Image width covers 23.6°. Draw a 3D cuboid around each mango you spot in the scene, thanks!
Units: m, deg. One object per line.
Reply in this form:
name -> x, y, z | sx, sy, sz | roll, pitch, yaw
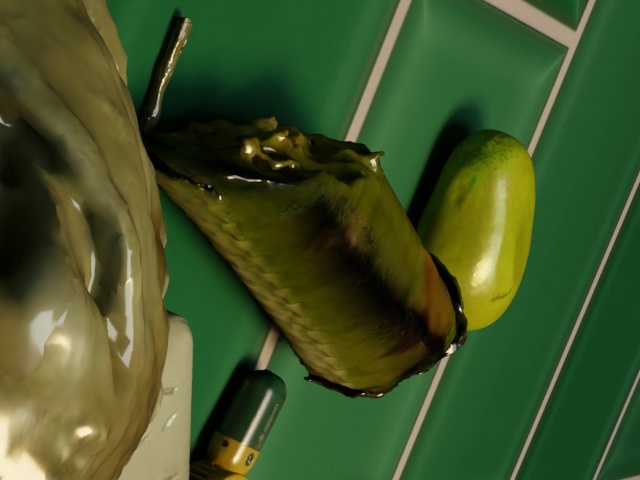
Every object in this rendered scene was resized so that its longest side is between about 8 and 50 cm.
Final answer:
mango -> 0.127, -0.006, 1.224 | 0.117, 0.089, 0.163 | 7, 106, -62

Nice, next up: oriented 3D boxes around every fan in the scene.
fan -> -0.069, 0.160, 1.068 | 0.155, 0.039, 0.082 | -62, 153, -8

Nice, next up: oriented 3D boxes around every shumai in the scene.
shumai -> -0.129, -0.066, 0.465 | 0.292, 0.330, 0.288 | 31, 100, -21

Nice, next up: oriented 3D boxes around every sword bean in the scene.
sword bean -> -0.089, -0.086, 0.857 | 0.012, 0.012, 0.083 | 1, 113, -61

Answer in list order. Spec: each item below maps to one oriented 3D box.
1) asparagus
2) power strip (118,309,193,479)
asparagus -> 0.000, 0.000, 0.979 | 0.128, 0.108, 0.382 | -30, 149, 3
power strip -> -0.153, 0.178, 0.911 | 0.193, 0.059, 0.265 | -37, 143, -43
